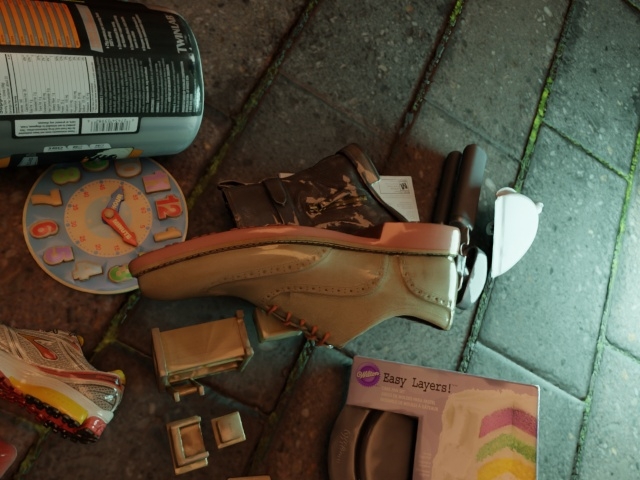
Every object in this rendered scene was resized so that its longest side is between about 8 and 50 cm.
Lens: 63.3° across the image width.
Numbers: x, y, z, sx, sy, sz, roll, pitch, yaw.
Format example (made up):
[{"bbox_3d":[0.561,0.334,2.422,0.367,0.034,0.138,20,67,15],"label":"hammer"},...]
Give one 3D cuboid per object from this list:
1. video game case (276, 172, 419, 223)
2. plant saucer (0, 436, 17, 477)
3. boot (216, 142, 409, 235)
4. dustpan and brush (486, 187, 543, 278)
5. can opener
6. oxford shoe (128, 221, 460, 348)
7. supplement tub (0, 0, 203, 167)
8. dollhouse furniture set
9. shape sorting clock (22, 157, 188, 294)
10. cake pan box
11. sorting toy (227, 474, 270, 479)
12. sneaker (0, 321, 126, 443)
[{"bbox_3d":[0.051,-0.001,0.807,0.231,0.042,0.210,-2,74,-21],"label":"video game case"},{"bbox_3d":[-0.506,0.260,0.514,0.259,0.048,0.258,36,65,-6],"label":"plant saucer"},{"bbox_3d":[0.000,0.000,0.728,0.228,0.091,0.263,-26,80,-19],"label":"boot"},{"bbox_3d":[0.348,-0.034,0.912,0.211,0.060,0.147,-17,114,-31],"label":"dustpan and brush"},{"bbox_3d":[0.240,-0.023,0.875,0.095,0.076,0.284,31,63,-27],"label":"can opener"},{"bbox_3d":[-0.017,0.058,0.607,0.396,0.140,0.147,-2,85,-9],"label":"oxford shoe"},{"bbox_3d":[-0.317,-0.188,0.612,0.315,0.193,0.194,-12,77,-37],"label":"supplement tub"},{"bbox_3d":[-0.105,0.181,0.648,0.181,0.101,0.161,-9,66,-23],"label":"dollhouse furniture set"},{"bbox_3d":[-0.282,-0.031,0.693,0.206,0.040,0.206,6,71,-19],"label":"shape sorting clock"},{"bbox_3d":[0.144,0.294,0.687,0.266,0.070,0.246,9,67,10],"label":"cake pan box"},{"bbox_3d":[-0.079,0.337,0.668,0.083,0.012,0.062,3,68,-16],"label":"sorting toy"},{"bbox_3d":[-0.334,0.141,0.607,0.225,0.088,0.093,36,44,-7],"label":"sneaker"}]
